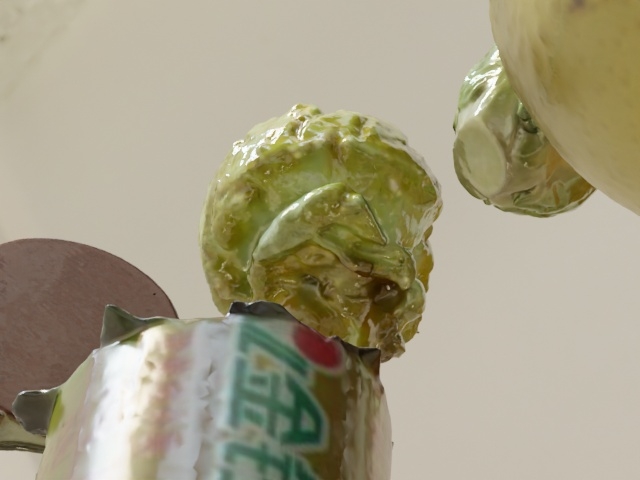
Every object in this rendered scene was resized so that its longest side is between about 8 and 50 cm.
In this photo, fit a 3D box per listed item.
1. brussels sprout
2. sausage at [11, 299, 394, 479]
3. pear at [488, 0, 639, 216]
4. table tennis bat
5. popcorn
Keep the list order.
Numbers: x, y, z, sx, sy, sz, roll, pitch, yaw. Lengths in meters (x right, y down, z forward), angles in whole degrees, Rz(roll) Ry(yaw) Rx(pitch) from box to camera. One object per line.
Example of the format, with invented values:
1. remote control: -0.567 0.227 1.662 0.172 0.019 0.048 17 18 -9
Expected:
1. brussels sprout: 0.156 -0.086 1.267 0.117 0.155 0.155 29 -159 37
2. sausage: -0.031 0.160 0.226 0.082 0.082 0.371 31 -144 -22
3. pear: 0.239 -0.158 0.780 0.348 0.348 0.348 28 -141 -26
4. table tennis bat: -0.186 0.086 1.025 0.154 0.021 0.274 27 -139 10
5. popcorn: 0.000 0.000 1.407 0.183 0.204 0.221 -74 -22 -53
